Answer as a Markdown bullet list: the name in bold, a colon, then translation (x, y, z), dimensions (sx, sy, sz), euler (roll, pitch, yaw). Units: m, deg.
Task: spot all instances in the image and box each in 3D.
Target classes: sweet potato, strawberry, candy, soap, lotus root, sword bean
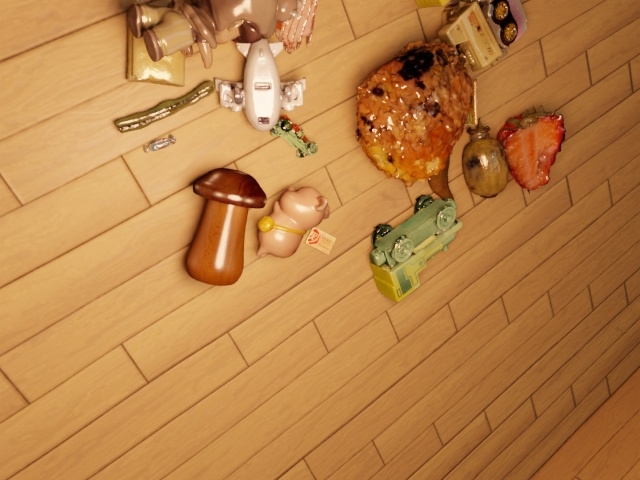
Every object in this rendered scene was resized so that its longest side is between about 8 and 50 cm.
- **sweet potato**: translation (0.409, -0.240, 1.666), dimensions (0.108, 0.079, 0.346), euler (-28, 117, -34)
- **strawberry**: translation (0.768, -0.352, 1.805), dimensions (0.253, 0.150, 0.280), euler (-42, 121, 7)
- **candy**: translation (-0.406, -0.246, 1.245), dimensions (0.083, 0.020, 0.030), euler (-23, 111, -21)
- **soap**: translation (0.654, -0.761, 1.696), dimensions (0.100, 0.056, 0.149), euler (-42, 117, -12)
- **lotus root**: translation (0.564, -0.281, 1.697), dimensions (0.154, 0.154, 0.278), euler (-20, 107, -24)
- **sword bean**: translation (-0.382, -0.335, 1.231), dimensions (0.269, 0.038, 0.043), euler (-32, 140, -19)

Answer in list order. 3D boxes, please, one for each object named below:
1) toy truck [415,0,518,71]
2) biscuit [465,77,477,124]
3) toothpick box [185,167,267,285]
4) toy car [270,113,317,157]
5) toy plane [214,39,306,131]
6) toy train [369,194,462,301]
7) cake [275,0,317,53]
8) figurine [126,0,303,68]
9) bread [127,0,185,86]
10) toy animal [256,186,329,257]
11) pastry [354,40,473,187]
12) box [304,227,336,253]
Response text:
- **toy truck**: translation (0.431, -0.709, 1.518), dimensions (0.254, 0.180, 0.405), euler (-44, 121, -5)
- **biscuit**: translation (0.442, -0.436, 1.558), dimensions (0.016, 0.231, 0.139), euler (-8, 106, -5)
- **toothpick box**: translation (-0.253, -0.041, 1.287), dimensions (0.192, 0.192, 0.294), euler (7, 104, -30)
- **toy car**: translation (-0.072, -0.292, 1.392), dimensions (0.143, 0.073, 0.054), euler (36, 65, -29)
- **toy plane**: translation (-0.156, -0.412, 1.297), dimensions (0.244, 0.117, 0.245), euler (-3, 106, -11)
- **toy train**: translation (0.328, 0.010, 1.644), dimensions (0.369, 0.150, 0.237), euler (-33, 123, -19)
- **cake**: translation (-0.062, -0.646, 1.300), dimensions (0.098, 0.135, 0.287), euler (-20, 120, -39)
- **figurine**: translation (-0.246, -0.531, 1.127), dimensions (0.380, 0.248, 0.203), euler (-36, 145, -25)
- **bread**: translation (-0.391, -0.467, 1.180), dimensions (0.139, 0.060, 0.178), euler (-3, 102, -29)
- **toy animal**: translation (-0.090, -0.049, 1.389), dimensions (0.248, 0.165, 0.149), euler (-42, 94, 1)
- **pastry**: translation (0.257, -0.373, 1.416), dimensions (0.337, 0.292, 0.405), euler (8, 108, -56)
- **box**: translation (0.000, 0.000, 1.528), dimensions (0.093, 0.015, 0.058), euler (27, 86, -31)
